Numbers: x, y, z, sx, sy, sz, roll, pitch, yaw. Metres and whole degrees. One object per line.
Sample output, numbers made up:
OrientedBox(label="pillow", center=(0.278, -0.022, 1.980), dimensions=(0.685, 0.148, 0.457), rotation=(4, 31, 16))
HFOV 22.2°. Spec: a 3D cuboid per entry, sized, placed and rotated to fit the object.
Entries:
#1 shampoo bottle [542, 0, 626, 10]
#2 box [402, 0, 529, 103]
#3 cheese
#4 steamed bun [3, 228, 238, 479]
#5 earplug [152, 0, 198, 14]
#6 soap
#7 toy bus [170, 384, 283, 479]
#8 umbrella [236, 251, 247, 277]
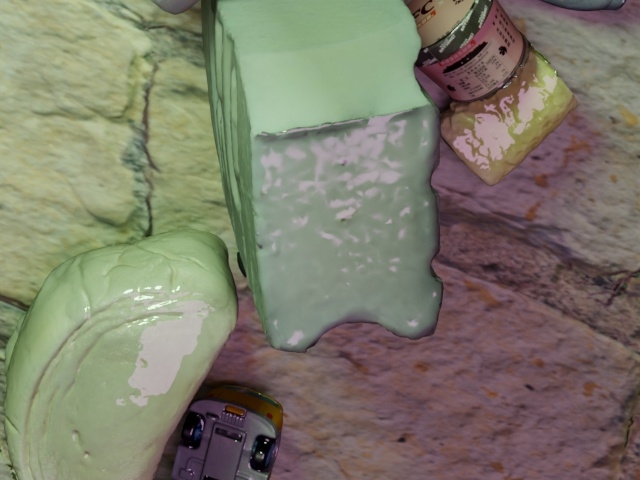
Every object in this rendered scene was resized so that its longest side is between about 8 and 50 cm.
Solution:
OrientedBox(label="shampoo bottle", center=(0.286, -0.348, 2.069), dimensions=(0.234, 0.049, 0.087), rotation=(15, 105, -22))
OrientedBox(label="box", center=(0.174, -0.252, 2.025), dimensions=(0.151, 0.151, 0.135), rotation=(-45, 125, 5))
OrientedBox(label="cheese", center=(0.241, -0.162, 2.109), dimensions=(0.167, 0.094, 0.123), rotation=(-43, 119, 4))
OrientedBox(label="steamed bun", center=(-0.266, 0.156, 2.008), dimensions=(0.236, 0.247, 0.383), rotation=(20, 111, -12))
OrientedBox(label="earplug", center=(-0.064, -0.387, 1.819), dimensions=(0.301, 0.172, 0.172), rotation=(-20, 119, 19))
OrientedBox(label="soap", center=(-0.003, -0.116, 1.867), dimensions=(0.213, 0.435, 0.350), rotation=(-5, 117, -9))
OrientedBox(label="toy bus", center=(-0.121, 0.294, 2.164), dimensions=(0.126, 0.136, 0.209), rotation=(17, 109, 8))
OrientedBox(label="umbrella", center=(0.001, 0.003, 2.125), dimensions=(0.224, 0.080, 0.071), rotation=(-19, 151, -5))
